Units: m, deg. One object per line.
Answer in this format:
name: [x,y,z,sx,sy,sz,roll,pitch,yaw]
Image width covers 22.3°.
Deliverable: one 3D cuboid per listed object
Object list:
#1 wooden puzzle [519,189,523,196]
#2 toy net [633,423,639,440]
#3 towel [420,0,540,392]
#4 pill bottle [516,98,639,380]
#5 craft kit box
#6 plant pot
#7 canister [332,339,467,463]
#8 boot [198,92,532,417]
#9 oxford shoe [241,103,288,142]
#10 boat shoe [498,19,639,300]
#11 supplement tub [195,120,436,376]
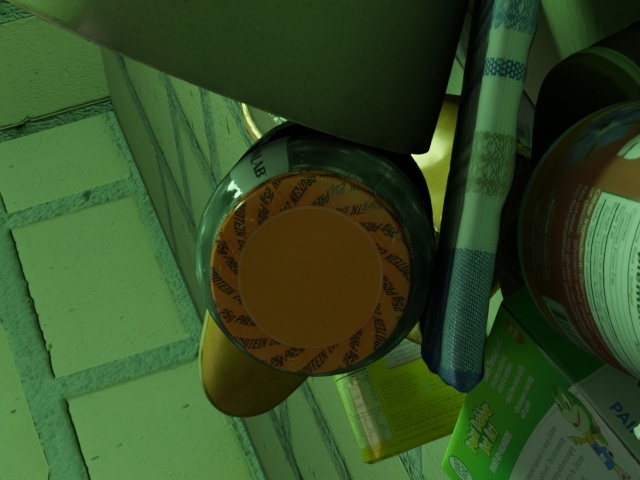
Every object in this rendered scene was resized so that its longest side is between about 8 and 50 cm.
wooden puzzle: [0.139,-0.006,1.053,0.083,0.006,0.049,-120,17,-49]
toy net: [0.216,0.145,0.634,0.232,0.045,0.122,49,-163,3]
towel: [0.086,-0.074,0.763,0.209,0.034,0.285,47,-128,-87]
pill bottle: [0.169,0.010,0.636,0.216,0.121,0.121,-150,44,-73]
craft kit box: [0.171,0.159,0.850,0.246,0.061,0.250,48,160,18]
plant pot: [-0.010,-0.217,0.810,0.274,0.256,0.256,-67,22,11]
canister: [0.060,0.075,1.255,0.073,0.126,0.170,125,125,-76]
boot: [0.025,0.032,1.098,0.295,0.104,0.211,-60,28,11]
oxford shoe: [-0.026,-0.161,1.410,0.098,0.097,0.271,101,151,-55]
boat shoe: [0.147,-0.019,0.833,0.080,0.073,0.223,39,149,27]
supplement tub: [0.000,0.000,0.816,0.190,0.117,0.117,-71,-34,-80]
